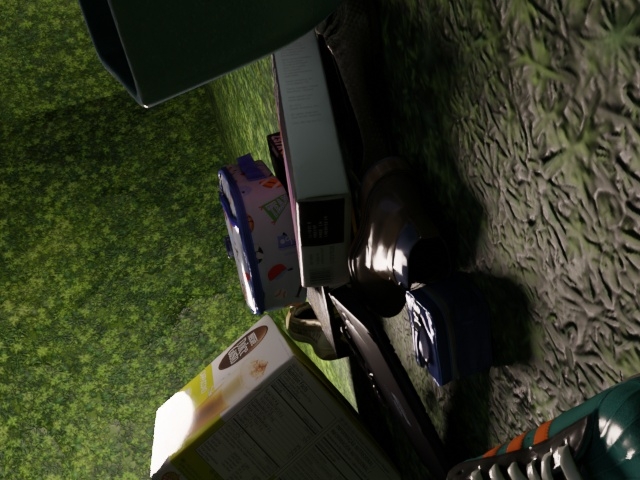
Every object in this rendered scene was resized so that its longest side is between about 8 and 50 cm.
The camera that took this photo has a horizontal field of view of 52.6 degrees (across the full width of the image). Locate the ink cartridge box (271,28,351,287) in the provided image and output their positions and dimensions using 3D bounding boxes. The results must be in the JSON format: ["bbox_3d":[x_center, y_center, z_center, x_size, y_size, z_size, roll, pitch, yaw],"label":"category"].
[{"bbox_3d":[-0.019,-0.142,0.809,0.176,0.069,0.371,87,176,-56],"label":"ink cartridge box"}]

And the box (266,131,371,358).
[{"bbox_3d":[0.000,0.000,1.101,0.257,0.079,0.322,-118,15,-58],"label":"box"}]

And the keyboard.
[{"bbox_3d":[0.093,0.185,0.815,0.317,0.033,0.201,63,168,-26],"label":"keyboard"}]

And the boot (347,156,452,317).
[{"bbox_3d":[0.081,0.031,0.677,0.106,0.082,0.219,-113,13,-46],"label":"boot"}]

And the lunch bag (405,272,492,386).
[{"bbox_3d":[0.117,0.088,0.613,0.067,0.065,0.098,-125,21,-62],"label":"lunch bag"}]

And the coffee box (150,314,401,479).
[{"bbox_3d":[-0.101,0.407,1.321,0.338,0.334,0.337,50,175,-13],"label":"coffee box"}]

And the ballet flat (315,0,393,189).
[{"bbox_3d":[0.037,-0.141,0.694,0.084,0.058,0.250,-119,15,-54],"label":"ballet flat"}]

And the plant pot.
[{"bbox_3d":[-0.102,-0.297,0.585,0.248,0.252,0.247,41,149,55],"label":"plant pot"}]

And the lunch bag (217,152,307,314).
[{"bbox_3d":[-0.111,-0.022,1.143,0.303,0.115,0.243,-133,29,-68],"label":"lunch bag"}]

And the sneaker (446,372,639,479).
[{"bbox_3d":[0.149,0.174,0.413,0.302,0.121,0.108,90,160,-60],"label":"sneaker"}]

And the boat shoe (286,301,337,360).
[{"bbox_3d":[-0.004,0.171,1.387,0.285,0.104,0.089,-161,58,-66],"label":"boat shoe"}]
